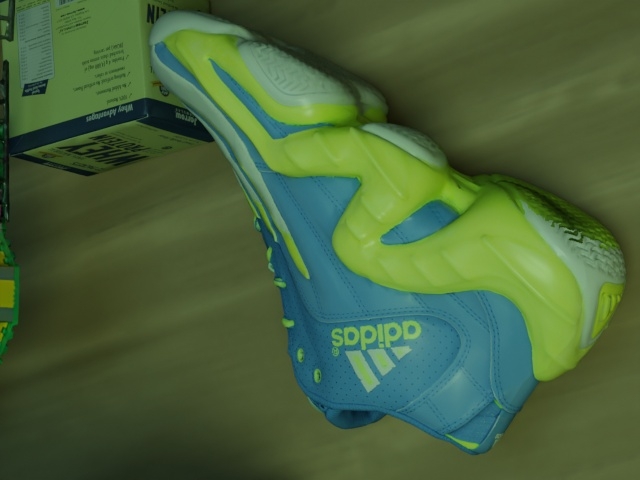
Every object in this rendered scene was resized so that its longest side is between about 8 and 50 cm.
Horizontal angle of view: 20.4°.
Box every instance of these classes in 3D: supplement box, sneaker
[{"bbox_3d":[-0.097,-0.082,0.816,0.083,0.056,0.083,-13,76,31],"label":"supplement box"},{"bbox_3d":[0.000,0.000,0.720,0.240,0.091,0.126,34,102,31],"label":"sneaker"}]

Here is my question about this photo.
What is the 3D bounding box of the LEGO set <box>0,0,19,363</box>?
[{"bbox_3d":[-0.260,-0.080,0.803,0.255,0.192,0.331,6,92,59],"label":"LEGO set"}]
